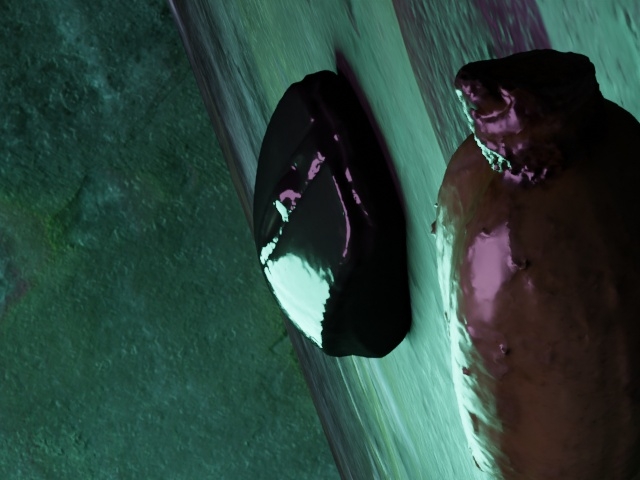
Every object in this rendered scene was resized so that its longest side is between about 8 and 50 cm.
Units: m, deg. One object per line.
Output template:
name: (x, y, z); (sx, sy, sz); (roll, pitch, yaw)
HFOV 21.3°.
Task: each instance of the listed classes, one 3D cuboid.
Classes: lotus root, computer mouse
lotus root: (0.074, 0.014, 0.503); (0.183, 0.077, 0.090); (78, -175, -50)
computer mouse: (0.000, 0.000, 1.157); (0.269, 0.086, 0.137); (83, 166, -62)
